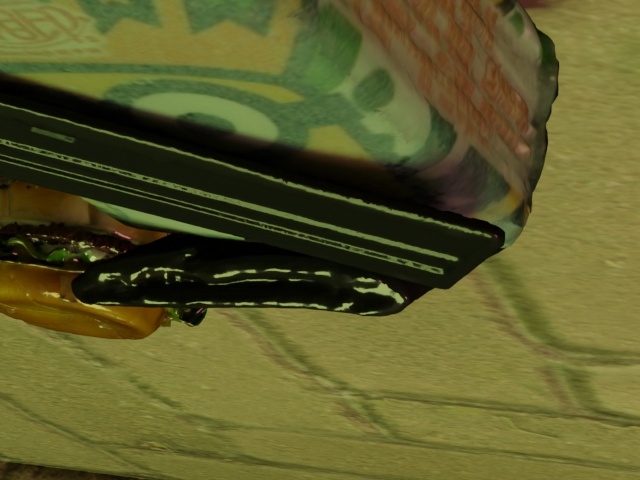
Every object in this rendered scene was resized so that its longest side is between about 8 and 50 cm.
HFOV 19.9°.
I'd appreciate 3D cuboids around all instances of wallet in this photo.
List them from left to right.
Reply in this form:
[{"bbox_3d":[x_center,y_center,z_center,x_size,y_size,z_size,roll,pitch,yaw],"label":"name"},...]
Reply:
[{"bbox_3d":[0.000,0.000,1.006,0.170,0.044,0.321,4,-173,15],"label":"wallet"}]

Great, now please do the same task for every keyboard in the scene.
[{"bbox_3d":[-0.117,-0.034,0.745,0.381,0.041,0.103,9,164,-11],"label":"keyboard"}]

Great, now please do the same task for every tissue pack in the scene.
[{"bbox_3d":[-0.059,-0.101,0.757,0.228,0.128,0.311,2,161,27],"label":"tissue pack"}]

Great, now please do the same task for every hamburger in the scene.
[{"bbox_3d":[-0.167,0.012,1.269,0.190,0.093,0.164,16,165,-14],"label":"hamburger"}]
